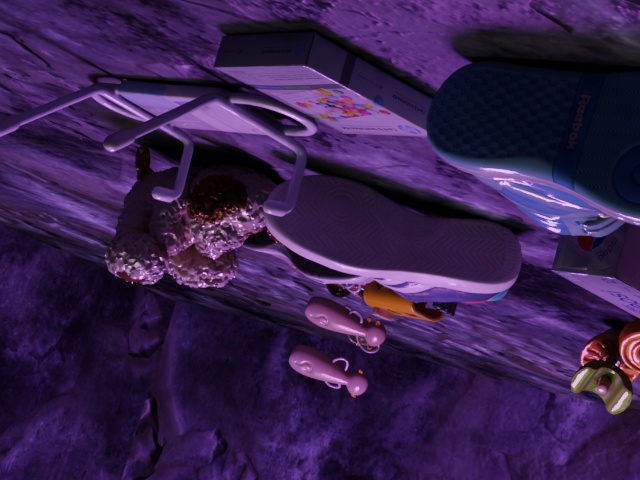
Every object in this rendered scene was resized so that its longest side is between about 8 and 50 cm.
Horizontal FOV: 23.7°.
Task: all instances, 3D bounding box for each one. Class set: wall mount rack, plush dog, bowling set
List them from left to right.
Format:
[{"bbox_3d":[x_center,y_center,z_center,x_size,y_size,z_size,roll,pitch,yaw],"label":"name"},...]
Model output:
[{"bbox_3d":[-0.189,-0.122,1.771,0.350,0.131,0.304,8,168,41],"label":"wall mount rack"},{"bbox_3d":[-0.161,-0.046,2.172,0.225,0.211,0.262,-9,171,27],"label":"plush dog"},{"bbox_3d":[0.067,0.117,2.796,0.154,0.287,0.200,23,-145,7],"label":"bowling set"}]

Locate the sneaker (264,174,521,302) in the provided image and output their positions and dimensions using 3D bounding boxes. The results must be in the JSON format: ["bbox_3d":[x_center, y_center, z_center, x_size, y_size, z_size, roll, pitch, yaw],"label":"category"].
[{"bbox_3d":[0.089,0.017,2.066,0.350,0.131,0.148,17,158,-1],"label":"sneaker"}]

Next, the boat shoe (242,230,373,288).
[{"bbox_3d":[-0.002,0.002,2.259,0.103,0.118,0.320,23,173,-38],"label":"boat shoe"}]

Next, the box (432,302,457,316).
[{"bbox_3d":[0.205,0.073,2.412,0.018,0.083,0.067,12,171,24],"label":"box"}]

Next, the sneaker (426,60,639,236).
[{"bbox_3d":[0.269,-0.061,1.332,0.319,0.127,0.208,22,175,40],"label":"sneaker"}]

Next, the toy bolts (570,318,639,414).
[{"bbox_3d":[0.562,0.201,2.516,0.228,0.158,0.218,32,130,1],"label":"toy bolts"}]

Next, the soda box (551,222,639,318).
[{"bbox_3d":[0.390,0.036,1.783,0.091,0.098,0.286,7,167,44],"label":"soda box"}]

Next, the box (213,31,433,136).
[{"bbox_3d":[0.009,-0.153,1.512,0.186,0.038,0.145,22,170,-40],"label":"box"}]

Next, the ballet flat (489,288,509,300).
[{"bbox_3d":[0.163,0.020,2.238,0.247,0.083,0.087,15,147,8],"label":"ballet flat"}]

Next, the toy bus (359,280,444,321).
[{"bbox_3d":[0.121,0.080,2.546,0.190,0.104,0.202,16,171,4],"label":"toy bus"}]
